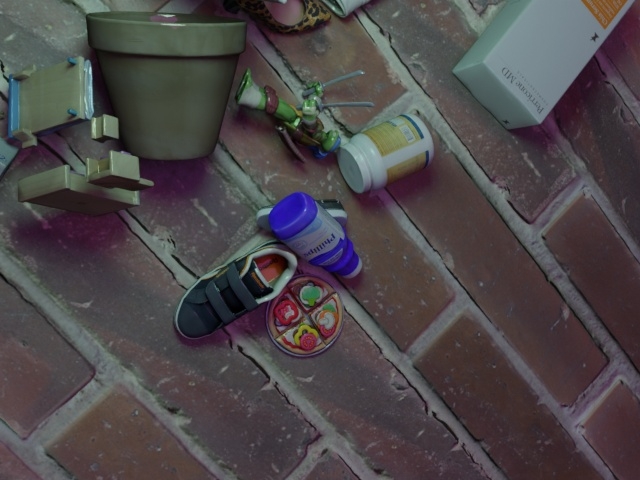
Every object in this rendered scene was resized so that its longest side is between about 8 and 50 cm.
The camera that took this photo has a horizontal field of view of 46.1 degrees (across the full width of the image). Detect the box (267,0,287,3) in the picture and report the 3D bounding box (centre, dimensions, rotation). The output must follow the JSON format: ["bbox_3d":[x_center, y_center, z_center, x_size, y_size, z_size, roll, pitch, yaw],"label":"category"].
[{"bbox_3d":[-0.202,-0.626,1.518,0.168,0.345,0.215,17,94,-51],"label":"box"}]

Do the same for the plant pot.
[{"bbox_3d":[-0.314,-0.322,1.563,0.323,0.323,0.280,-4,110,-20],"label":"plant pot"}]

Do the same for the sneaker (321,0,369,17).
[{"bbox_3d":[0.022,-0.670,1.751,0.169,0.108,0.292,-40,106,-17],"label":"sneaker"}]

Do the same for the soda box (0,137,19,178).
[{"bbox_3d":[-0.754,-0.209,1.480,0.286,0.098,0.091,33,112,-20],"label":"soda box"}]

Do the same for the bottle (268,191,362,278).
[{"bbox_3d":[0.000,0.000,1.735,0.118,0.092,0.283,-34,137,13],"label":"bottle"}]

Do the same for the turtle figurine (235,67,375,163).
[{"bbox_3d":[-0.042,-0.330,1.703,0.266,0.274,0.198,22,51,-16],"label":"turtle figurine"}]

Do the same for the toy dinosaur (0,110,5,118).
[{"bbox_3d":[-0.738,-0.281,1.522,0.183,0.053,0.092,0,94,-20],"label":"toy dinosaur"}]

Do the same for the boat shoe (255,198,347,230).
[{"bbox_3d":[-0.046,-0.072,1.777,0.228,0.080,0.076,-2,57,-20],"label":"boat shoe"}]

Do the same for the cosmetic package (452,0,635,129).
[{"bbox_3d":[0.578,-0.531,1.934,0.230,0.161,0.453,41,80,-17],"label":"cosmetic package"}]

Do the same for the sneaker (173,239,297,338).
[{"bbox_3d":[-0.191,0.109,1.706,0.321,0.127,0.126,-39,106,-13],"label":"sneaker"}]

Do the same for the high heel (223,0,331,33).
[{"bbox_3d":[-0.075,-0.528,1.680,0.261,0.186,0.093,2,92,-20],"label":"high heel"}]

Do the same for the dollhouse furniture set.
[{"bbox_3d":[-0.458,-0.229,1.528,0.198,0.286,0.303,13,69,-60],"label":"dollhouse furniture set"}]

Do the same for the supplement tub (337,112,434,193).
[{"bbox_3d":[0.155,-0.207,1.803,0.200,0.144,0.144,-26,101,-17],"label":"supplement tub"}]

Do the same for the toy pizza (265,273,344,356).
[{"bbox_3d":[-0.033,0.182,1.815,0.201,0.032,0.201,-1,93,-20],"label":"toy pizza"}]
